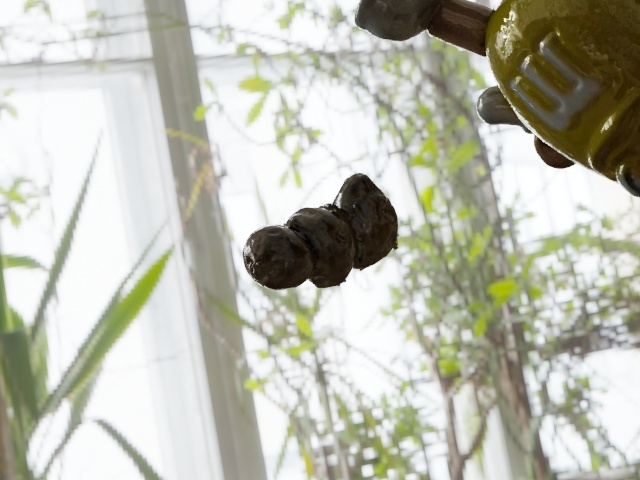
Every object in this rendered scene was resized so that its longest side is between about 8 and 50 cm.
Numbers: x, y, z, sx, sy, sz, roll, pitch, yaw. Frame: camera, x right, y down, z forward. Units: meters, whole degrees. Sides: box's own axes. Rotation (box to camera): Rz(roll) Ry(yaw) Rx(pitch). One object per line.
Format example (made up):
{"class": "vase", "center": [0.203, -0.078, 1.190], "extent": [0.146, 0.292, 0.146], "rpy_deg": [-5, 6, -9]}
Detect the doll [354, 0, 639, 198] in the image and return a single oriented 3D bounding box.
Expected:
{"class": "doll", "center": [0.228, -0.194, 1.176], "extent": [0.423, 0.348, 0.161], "rpy_deg": [15, 50, 33]}

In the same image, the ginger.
{"class": "ginger", "center": [0.000, 0.000, 1.346], "extent": [0.080, 0.104, 0.204], "rpy_deg": [8, 25, 42]}
